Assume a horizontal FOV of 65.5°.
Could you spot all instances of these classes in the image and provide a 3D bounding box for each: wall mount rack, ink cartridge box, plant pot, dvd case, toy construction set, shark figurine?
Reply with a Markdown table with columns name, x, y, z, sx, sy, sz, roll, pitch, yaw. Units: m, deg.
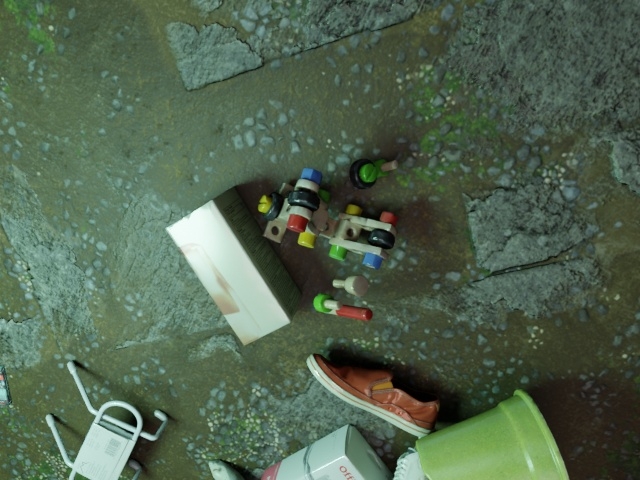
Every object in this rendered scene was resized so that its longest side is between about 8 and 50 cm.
| name | x | y | z | sx | sy | sz | roll | pitch | yaw |
| --- | --- | --- | --- | --- | --- | --- | --- | --- | --- |
| wall mount rack | -0.578 | 0.491 | 1.290 | 0.303 | 0.130 | 0.350 | 29 | 109 | -4 |
| ink cartridge box | 0.015 | 0.618 | 1.230 | 0.282 | 0.117 | 0.207 | -35 | 99 | 18 |
| plant pot | 0.342 | 0.478 | 1.031 | 0.253 | 0.276 | 0.276 | -16 | 104 | 5 |
| dvd case | -0.900 | 0.396 | 1.365 | 0.087 | 0.013 | 0.120 | 2 | 106 | 9 |
| toy construction set | 0.000 | 0.000 | 1.010 | 0.237 | 0.257 | 0.309 | -3 | 92 | 55 |
| shark figurine | -0.191 | 0.705 | 1.291 | 0.166 | 0.116 | 0.279 | -17 | 79 | 29 |

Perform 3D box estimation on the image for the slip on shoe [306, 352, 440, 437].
| name | x | y | z | sx | sy | sz | roll | pitch | yaw |
| --- | --- | --- | --- | --- | --- | --- | --- | --- | --- |
| slip on shoe | 0.122 | 0.331 | 1.133 | 0.331 | 0.123 | 0.102 | 26 | 92 | -2 |

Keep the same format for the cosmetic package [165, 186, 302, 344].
| name | x | y | z | sx | sy | sz | roll | pitch | yaw |
| --- | --- | --- | --- | --- | --- | --- | --- | --- | --- |
| cosmetic package | -0.176 | 0.051 | 1.067 | 0.129 | 0.153 | 0.296 | -28 | 100 | 15 |

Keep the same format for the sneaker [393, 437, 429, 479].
| name | x | y | z | sx | sy | sz | roll | pitch | yaw |
| --- | --- | --- | --- | --- | --- | --- | --- | --- | --- |
| sneaker | 0.206 | 0.554 | 1.151 | 0.095 | 0.235 | 0.090 | 44 | 153 | -3 |
